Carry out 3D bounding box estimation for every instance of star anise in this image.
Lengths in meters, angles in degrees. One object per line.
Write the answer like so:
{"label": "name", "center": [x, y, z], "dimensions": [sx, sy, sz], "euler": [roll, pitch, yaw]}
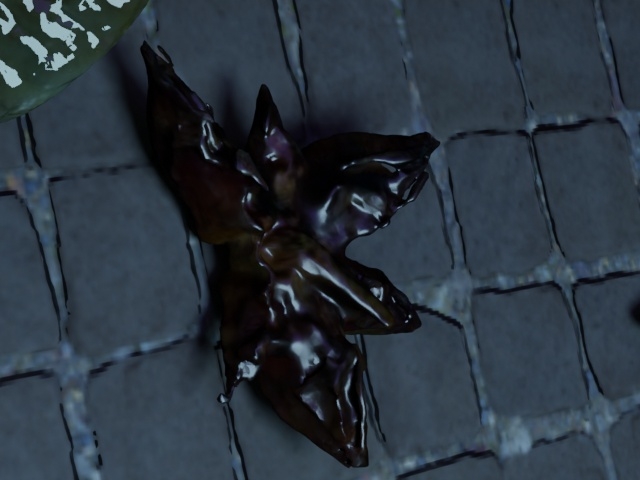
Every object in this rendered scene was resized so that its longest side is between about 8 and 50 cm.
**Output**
{"label": "star anise", "center": [-0.002, 0.001, 0.826], "dimensions": [0.157, 0.053, 0.212], "euler": [-14, 86, -42]}

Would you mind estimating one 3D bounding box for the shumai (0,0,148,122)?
{"label": "shumai", "center": [-0.165, -0.179, 0.700], "dimensions": [0.222, 0.203, 0.272], "euler": [35, 93, -27]}
